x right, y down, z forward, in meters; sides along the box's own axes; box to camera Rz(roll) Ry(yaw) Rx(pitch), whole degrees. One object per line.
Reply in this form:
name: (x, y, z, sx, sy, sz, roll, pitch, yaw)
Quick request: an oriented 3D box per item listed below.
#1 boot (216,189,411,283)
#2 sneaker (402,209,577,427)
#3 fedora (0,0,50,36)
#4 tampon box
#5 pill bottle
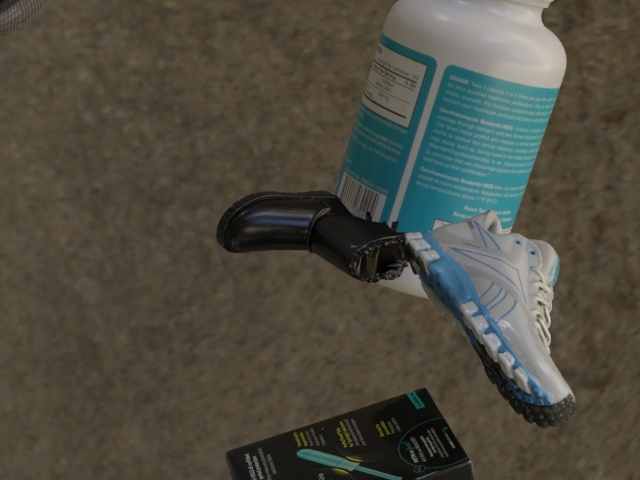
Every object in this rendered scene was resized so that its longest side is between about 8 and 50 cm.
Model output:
boot: (0.000, 0.001, 1.029, 0.099, 0.121, 0.045, 33, 123, 42)
sneaker: (0.123, 0.038, 0.909, 0.083, 0.071, 0.190, -27, 42, -4)
fedora: (-0.325, -0.323, 1.300, 0.244, 0.124, 0.275, -29, 98, 15)
tampon box: (0.027, 0.197, 1.034, 0.161, 0.120, 0.101, -18, 114, -5)
pill bottle: (0.103, -0.096, 1.123, 0.146, 0.146, 0.264, 24, 107, 22)
